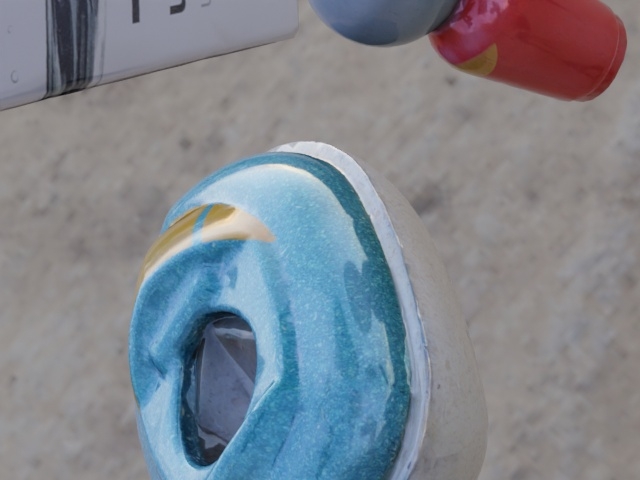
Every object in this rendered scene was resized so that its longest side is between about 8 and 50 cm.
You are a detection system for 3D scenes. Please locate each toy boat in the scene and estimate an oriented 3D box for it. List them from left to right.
[{"bbox_3d":[0.000,0.000,0.862,0.318,0.148,0.267,-60,31,20],"label":"toy boat"}]

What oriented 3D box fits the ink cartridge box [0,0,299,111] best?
[{"bbox_3d":[-0.107,-0.113,0.412,0.100,0.237,0.172,7,106,31],"label":"ink cartridge box"}]
